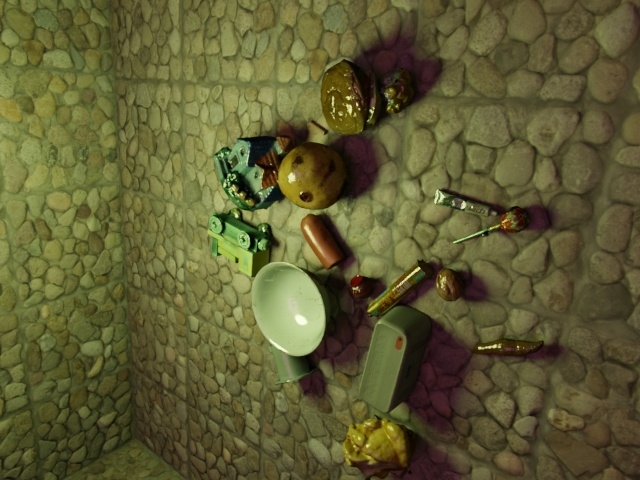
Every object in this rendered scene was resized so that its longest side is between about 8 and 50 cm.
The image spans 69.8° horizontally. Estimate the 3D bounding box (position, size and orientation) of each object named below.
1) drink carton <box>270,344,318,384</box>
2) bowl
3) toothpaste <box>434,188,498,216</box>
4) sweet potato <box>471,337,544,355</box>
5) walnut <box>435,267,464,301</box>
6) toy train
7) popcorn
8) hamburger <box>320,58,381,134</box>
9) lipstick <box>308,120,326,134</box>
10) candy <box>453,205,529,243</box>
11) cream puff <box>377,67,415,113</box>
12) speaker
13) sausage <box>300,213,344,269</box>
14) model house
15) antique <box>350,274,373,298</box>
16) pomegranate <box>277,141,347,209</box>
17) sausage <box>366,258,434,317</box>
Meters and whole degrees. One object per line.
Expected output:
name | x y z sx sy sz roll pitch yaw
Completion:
drink carton | -0.143 0.574 2.204 0.185 0.191 0.189 -18 83 41
bowl | -0.093 0.283 2.075 0.435 0.196 0.435 11 108 36
toothpaste | 0.507 -0.124 1.606 0.233 0.038 0.060 22 115 34
sweet potato | 0.645 0.375 1.609 0.274 0.067 0.067 -17 90 45
walnut | 0.468 0.161 1.669 0.105 0.105 0.124 -29 78 39
toy train | -0.409 0.006 2.287 0.397 0.160 0.253 26 123 30
popcorn | 0.252 0.868 1.939 0.316 0.281 0.297 -17 130 13
hamburger | 0.099 -0.532 1.716 0.285 0.134 0.265 177 84 -68
lipstick | -0.013 -0.475 1.936 0.094 0.019 0.019 40 123 23
candy | 0.570 -0.039 1.567 0.288 0.078 0.084 -25 93 47
cream puff | 0.272 -0.534 1.645 0.121 0.156 0.156 -22 86 -3
speaker | 0.291 0.475 1.830 0.183 0.184 0.406 24 115 32
sausage | 0.000 0.000 1.990 0.113 0.113 0.259 -42 75 37
model house | -0.252 -0.318 1.988 0.329 0.252 0.295 -25 78 44
antique | 0.173 0.196 1.910 0.104 0.104 0.104 10 107 36
pomegranate | -0.029 -0.255 1.850 0.281 0.281 0.281 10 107 36
sausage | 0.297 0.208 1.828 0.082 0.082 0.371 53 127 15
